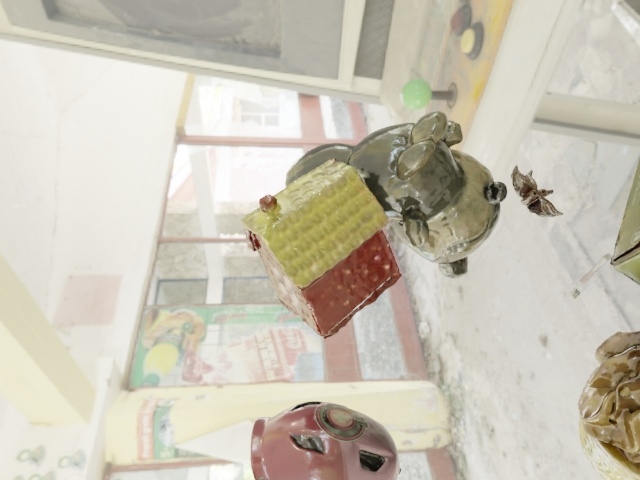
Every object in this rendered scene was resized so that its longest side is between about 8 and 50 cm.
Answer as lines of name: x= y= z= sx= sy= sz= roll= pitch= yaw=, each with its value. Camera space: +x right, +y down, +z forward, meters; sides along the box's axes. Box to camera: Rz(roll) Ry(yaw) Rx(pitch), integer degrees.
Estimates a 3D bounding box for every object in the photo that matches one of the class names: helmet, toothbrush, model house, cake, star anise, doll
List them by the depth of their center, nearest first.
model house: x=0.000 y=0.000 z=0.751 sx=0.160 sy=0.196 sz=0.254 roll=36 pitch=157 yaw=44
helmet: x=0.026 y=0.350 z=0.764 sx=0.154 sy=0.253 sz=0.198 roll=-45 pitch=19 yaw=14
doll: x=0.165 y=-0.098 z=0.908 sx=0.379 sy=0.382 sz=0.252 roll=21 pitch=78 yaw=45
toothbrush: x=0.537 y=0.075 z=0.926 sx=0.017 sy=0.014 sz=0.194 roll=57 pitch=172 yaw=30
star anise: x=0.425 y=-0.092 z=0.926 sx=0.042 sy=0.141 sz=0.141 roll=-41 pitch=40 yaw=38
cake: x=0.725 y=0.354 z=0.959 sx=0.332 sy=0.332 sz=0.321 roll=-99 pitch=-8 yaw=-52

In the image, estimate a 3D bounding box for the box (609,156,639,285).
box: x=0.892 y=-0.018 z=1.028 sx=0.420 sy=0.373 sz=0.138 roll=-54 pitch=-6 yaw=-29
